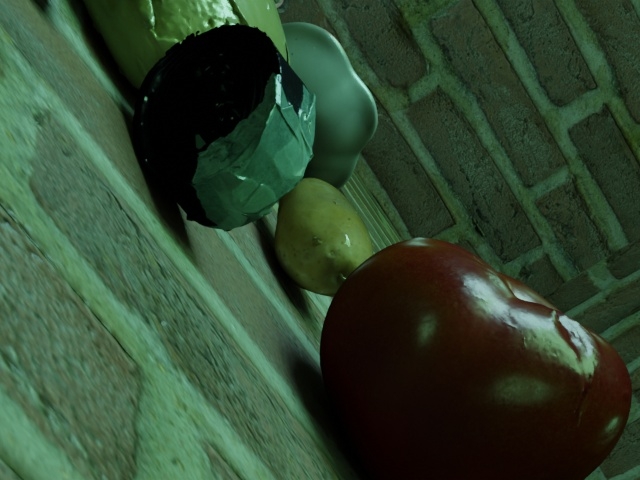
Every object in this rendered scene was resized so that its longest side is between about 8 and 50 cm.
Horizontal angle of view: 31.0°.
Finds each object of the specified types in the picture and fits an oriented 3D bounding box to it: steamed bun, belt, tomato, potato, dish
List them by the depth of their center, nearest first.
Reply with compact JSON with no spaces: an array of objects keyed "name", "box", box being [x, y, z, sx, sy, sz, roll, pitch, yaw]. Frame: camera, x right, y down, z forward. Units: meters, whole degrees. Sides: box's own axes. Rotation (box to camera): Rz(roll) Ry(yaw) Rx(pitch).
[{"name":"belt","box":[-0.079,-0.099,0.988,0.078,0.151,0.198,52,19,-44]},{"name":"tomato","box":[0.132,0.136,1.084,0.299,0.226,0.298,29,8,-4]},{"name":"steamed bun","box":[-0.119,-0.216,1.182,0.232,0.166,0.273,59,6,29]},{"name":"potato","box":[0.000,0.000,1.303,0.118,0.109,0.178,32,18,-27]},{"name":"dish","box":[-0.053,-0.139,1.337,0.229,0.229,0.081,56,34,-12]}]

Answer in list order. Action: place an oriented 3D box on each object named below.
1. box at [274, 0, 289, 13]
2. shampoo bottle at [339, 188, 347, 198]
[{"name":"box","box":[-0.133,-0.370,1.726,0.151,0.135,0.151,38,41,-42]},{"name":"shampoo bottle","box":[-0.039,-0.150,1.935,0.236,0.068,0.067,60,6,6]}]
